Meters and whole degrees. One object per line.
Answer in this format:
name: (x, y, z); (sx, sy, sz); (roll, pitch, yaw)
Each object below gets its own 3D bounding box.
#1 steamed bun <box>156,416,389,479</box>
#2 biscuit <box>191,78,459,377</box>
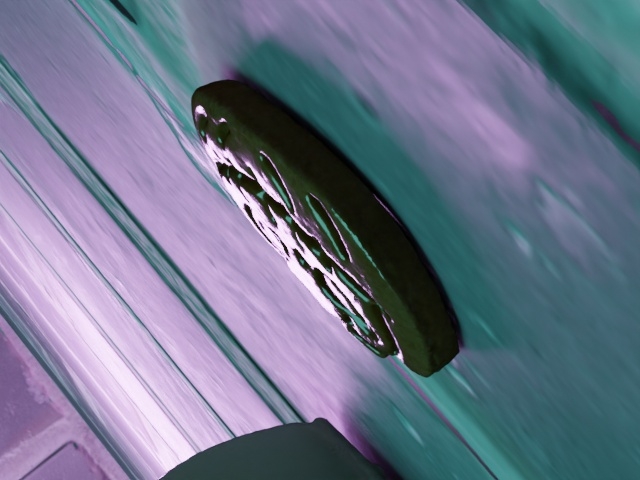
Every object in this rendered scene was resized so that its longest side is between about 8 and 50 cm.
steamed bun: (0.009, 0.193, 0.586); (0.242, 0.164, 0.146); (47, 166, 33)
biscuit: (0.000, 0.000, 0.415); (0.091, 0.015, 0.078); (40, 162, 49)
